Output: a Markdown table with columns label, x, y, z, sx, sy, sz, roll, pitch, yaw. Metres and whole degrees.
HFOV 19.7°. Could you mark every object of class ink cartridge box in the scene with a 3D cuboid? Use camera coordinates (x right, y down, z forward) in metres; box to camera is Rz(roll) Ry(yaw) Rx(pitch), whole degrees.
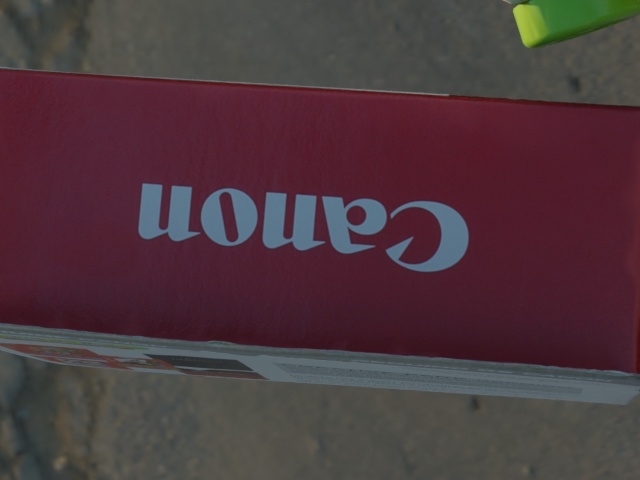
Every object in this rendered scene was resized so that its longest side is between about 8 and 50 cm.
| label | x | y | z | sx | sy | sz | roll | pitch | yaw |
| --- | --- | --- | --- | --- | --- | --- | --- | --- | --- |
| ink cartridge box | 0.000 | 0.000 | 0.853 | 0.309 | 0.272 | 0.130 | 4 | 84 | 7 |

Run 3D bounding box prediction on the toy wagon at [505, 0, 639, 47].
| label | x | y | z | sx | sy | sz | roll | pitch | yaw |
| --- | --- | --- | --- | --- | --- | --- | --- | --- | --- |
| toy wagon | 0.146 | -0.239 | 0.717 | 0.344 | 0.068 | 0.267 | -18 | 92 | 32 |
